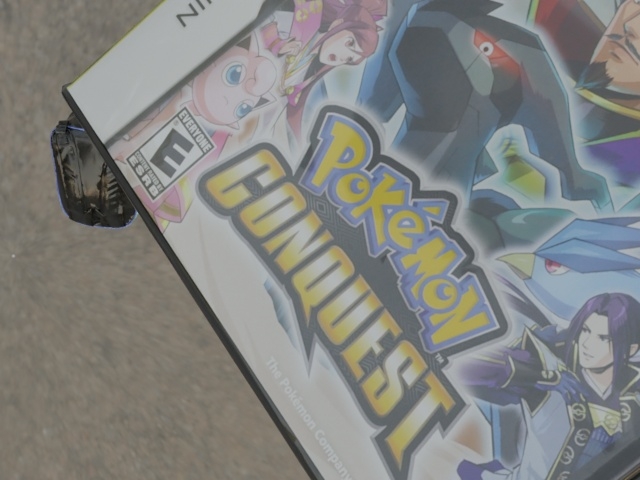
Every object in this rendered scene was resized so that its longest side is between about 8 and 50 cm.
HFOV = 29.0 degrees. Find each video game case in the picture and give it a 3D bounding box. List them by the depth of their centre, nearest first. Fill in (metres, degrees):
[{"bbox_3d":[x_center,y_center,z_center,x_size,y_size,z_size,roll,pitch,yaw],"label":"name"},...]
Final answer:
[{"bbox_3d":[0.057,-0.040,0.469,0.248,0.035,0.275,-40,65,9],"label":"video game case"}]

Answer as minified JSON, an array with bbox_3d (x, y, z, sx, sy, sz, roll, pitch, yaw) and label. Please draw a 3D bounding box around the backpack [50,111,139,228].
[{"bbox_3d":[-0.222,-0.075,1.299,0.105,0.084,0.114,9,117,14],"label":"backpack"}]
